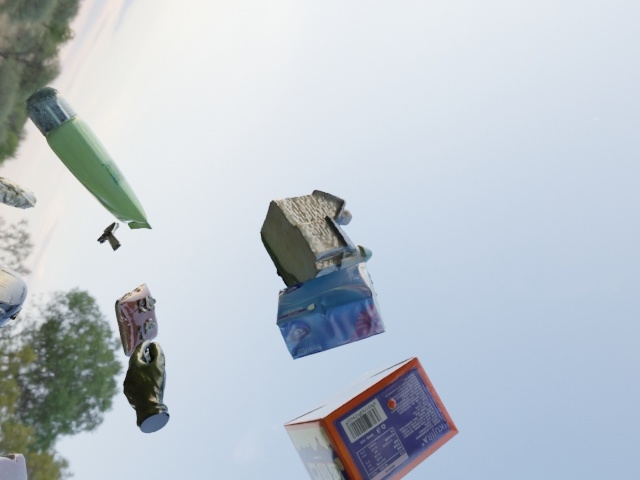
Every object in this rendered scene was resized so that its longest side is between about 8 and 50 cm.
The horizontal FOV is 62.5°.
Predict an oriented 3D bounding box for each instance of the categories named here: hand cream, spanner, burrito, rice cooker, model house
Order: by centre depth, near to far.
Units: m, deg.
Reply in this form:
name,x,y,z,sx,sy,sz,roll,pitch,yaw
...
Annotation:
name,x,y,z,sx,sy,sz,roll,pitch,yaw
hand cream,-0.248,-0.083,0.574,0.046,0.175,0.095,-45,-157,-25
rice cooker,-0.830,0.149,1.331,0.118,0.142,0.203,-46,-154,14
burrito,-1.054,-0.192,1.571,0.076,0.392,0.117,-64,-151,1
spanner,-0.672,-0.008,1.702,0.093,0.026,0.325,-46,-153,-13
model house,0.000,-0.002,1.716,0.298,0.284,0.243,56,-32,24

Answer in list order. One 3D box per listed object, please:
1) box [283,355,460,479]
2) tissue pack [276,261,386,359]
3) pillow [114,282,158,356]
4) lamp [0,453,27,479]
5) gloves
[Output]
name,x,y,z,sx,sy,sz,roll,pitch,yaw
box,0.139,0.541,1.500,0.256,0.349,0.318,60,-31,10
tissue pack,0.025,0.189,1.443,0.264,0.146,0.198,-19,-156,7
pillow,-0.535,0.233,1.558,0.075,0.171,0.179,-3,-76,14
lamp,-0.889,0.664,1.284,0.301,0.247,0.247,-24,-112,5
gloves,-0.423,0.343,1.286,0.135,0.107,0.268,-53,-149,15
